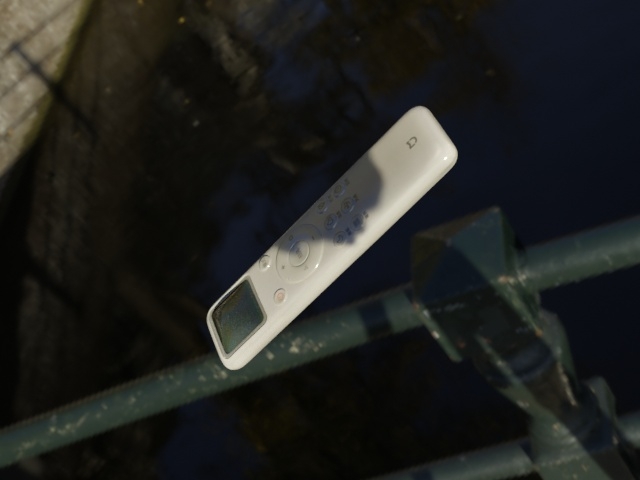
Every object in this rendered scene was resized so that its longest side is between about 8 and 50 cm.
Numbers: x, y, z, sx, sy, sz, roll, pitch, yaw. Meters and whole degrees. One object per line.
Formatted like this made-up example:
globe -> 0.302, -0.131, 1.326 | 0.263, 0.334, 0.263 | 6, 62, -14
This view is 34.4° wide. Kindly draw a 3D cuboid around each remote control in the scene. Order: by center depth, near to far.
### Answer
remote control -> 0.000, 0.000, 0.814 | 0.261, 0.029, 0.067 | -44, 46, 19
